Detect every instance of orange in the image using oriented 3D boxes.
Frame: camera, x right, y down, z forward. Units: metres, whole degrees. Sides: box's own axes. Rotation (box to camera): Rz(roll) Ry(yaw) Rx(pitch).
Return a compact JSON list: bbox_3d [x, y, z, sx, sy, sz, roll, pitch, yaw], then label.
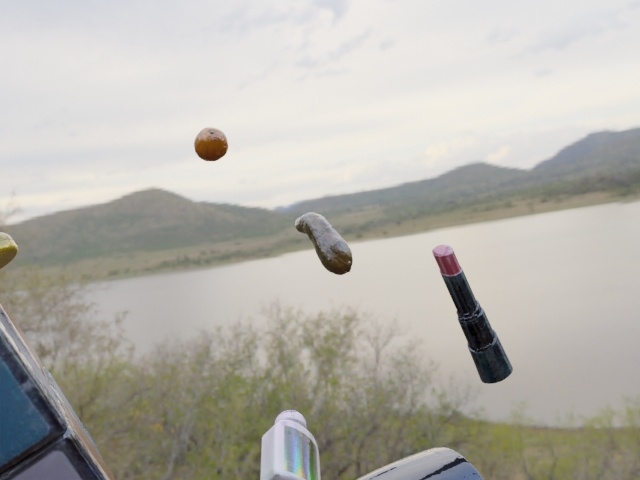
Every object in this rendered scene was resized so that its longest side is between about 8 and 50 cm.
[{"bbox_3d":[-0.257,-0.226,1.955,0.084,0.083,0.083,-8,-1,0],"label":"orange"}]

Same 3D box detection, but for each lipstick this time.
[{"bbox_3d":[0.227,0.108,1.270,0.054,0.234,0.053,-24,16,7],"label":"lipstick"}]

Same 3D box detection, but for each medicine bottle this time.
[{"bbox_3d":[-0.056,0.410,1.571,0.078,0.115,0.219,-47,19,17],"label":"medicine bottle"}]

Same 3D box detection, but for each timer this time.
[{"bbox_3d":[-0.659,0.038,1.673,0.107,0.109,0.107,-37,-7,-5],"label":"timer"}]

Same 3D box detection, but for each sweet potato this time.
[{"bbox_3d":[0.000,-0.006,1.850,0.062,0.081,0.233,-7,36,-29],"label":"sweet potato"}]

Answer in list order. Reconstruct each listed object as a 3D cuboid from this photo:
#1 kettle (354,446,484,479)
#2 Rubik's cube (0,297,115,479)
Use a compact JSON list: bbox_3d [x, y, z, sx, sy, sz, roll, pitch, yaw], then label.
[{"bbox_3d":[0.093,0.412,1.130,0.291,0.207,0.268,-8,-18,-28],"label":"kettle"},{"bbox_3d":[-0.448,0.260,0.968,0.316,0.318,0.313,-32,19,-18],"label":"Rubik's cube"}]
